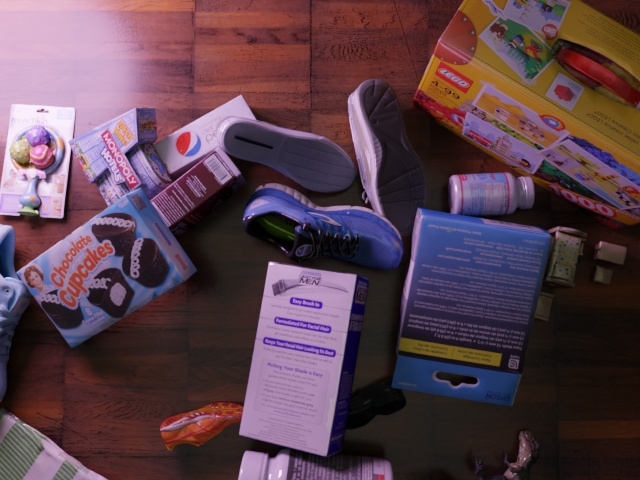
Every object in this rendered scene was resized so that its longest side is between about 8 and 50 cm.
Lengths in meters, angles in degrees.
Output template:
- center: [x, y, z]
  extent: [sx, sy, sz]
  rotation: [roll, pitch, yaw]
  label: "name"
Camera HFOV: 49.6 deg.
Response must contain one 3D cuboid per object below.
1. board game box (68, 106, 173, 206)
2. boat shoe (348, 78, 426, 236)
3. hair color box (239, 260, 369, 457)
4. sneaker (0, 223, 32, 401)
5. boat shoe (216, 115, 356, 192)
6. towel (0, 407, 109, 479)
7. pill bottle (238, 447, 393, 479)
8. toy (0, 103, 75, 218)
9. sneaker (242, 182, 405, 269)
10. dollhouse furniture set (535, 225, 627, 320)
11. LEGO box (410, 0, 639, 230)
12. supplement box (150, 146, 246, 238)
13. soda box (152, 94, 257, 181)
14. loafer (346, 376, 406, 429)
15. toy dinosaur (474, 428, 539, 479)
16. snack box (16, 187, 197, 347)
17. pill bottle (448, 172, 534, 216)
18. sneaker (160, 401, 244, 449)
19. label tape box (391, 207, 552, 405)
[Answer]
- center: [-0.384, -0.168, 1.377]
  extent: [0.194, 0.060, 0.194]
  rotation: [-33, 84, 29]
  label: "board game box"
- center: [0.127, -0.162, 1.413]
  extent: [0.118, 0.103, 0.321]
  rotation: [-17, 90, -21]
  label: "boat shoe"
- center: [-0.028, 0.222, 1.338]
  extent: [0.185, 0.110, 0.339]
  rotation: [8, 86, 20]
  label: "hair color box"
- center: [-0.638, 0.138, 1.355]
  extent: [0.150, 0.135, 0.366]
  rotation: [-11, 85, 2]
  label: "sneaker"
- center: [-0.066, -0.185, 1.382]
  extent: [0.302, 0.094, 0.109]
  rotation: [20, 110, -26]
  label: "boat shoe"
- center: [-0.569, 0.516, 1.368]
  extent: [0.324, 0.038, 0.248]
  rotation: [34, 87, 1]
  label: "towel"
- center: [-0.012, 0.480, 1.308]
  extent: [0.283, 0.161, 0.161]
  rotation: [6, 84, 1]
  label: "pill bottle"
- center: [-0.591, -0.169, 1.424]
  extent: [0.136, 0.056, 0.237]
  rotation: [4, 84, -1]
  label: "toy"
- center: [0.000, 0.000, 1.347]
  extent: [0.329, 0.147, 0.130]
  rotation: [15, 124, 6]
  label: "sneaker"
- center: [0.518, 0.082, 1.377]
  extent: [0.160, 0.101, 0.182]
  rotation: [14, 84, 1]
  label: "dollhouse furniture set"
- center: [0.447, -0.245, 1.275]
  extent: [0.500, 0.372, 0.193]
  rotation: [32, 85, 3]
  label: "LEGO box"
- center: [-0.265, -0.076, 1.378]
  extent: [0.239, 0.130, 0.073]
  rotation: [-38, 87, -3]
  label: "supplement box"
- center: [-0.234, -0.208, 1.422]
  extent: [0.216, 0.069, 0.074]
  rotation: [-30, 85, -4]
  label: "soda box"
- center: [0.085, 0.328, 1.383]
  extent: [0.170, 0.062, 0.061]
  rotation: [-20, 46, 5]
  label: "loafer"
- center: [0.344, 0.493, 1.360]
  extent: [0.118, 0.064, 0.268]
  rotation: [21, 88, -5]
  label: "toy dinosaur"
- center: [-0.409, 0.059, 1.313]
  extent: [0.322, 0.060, 0.187]
  rotation: [-30, 98, 25]
  label: "snack box"
- center: [0.344, -0.093, 1.402]
  extent: [0.160, 0.087, 0.087]
  rotation: [-3, 84, -1]
  label: "pill bottle"
- center: [-0.228, 0.368, 1.378]
  extent: [0.175, 0.064, 0.067]
  rotation: [-15, 104, 3]
  label: "sneaker"
- center: [0.284, 0.128, 1.359]
  extent: [0.249, 0.115, 0.348]
  rotation: [9, 103, 1]
  label: "label tape box"
